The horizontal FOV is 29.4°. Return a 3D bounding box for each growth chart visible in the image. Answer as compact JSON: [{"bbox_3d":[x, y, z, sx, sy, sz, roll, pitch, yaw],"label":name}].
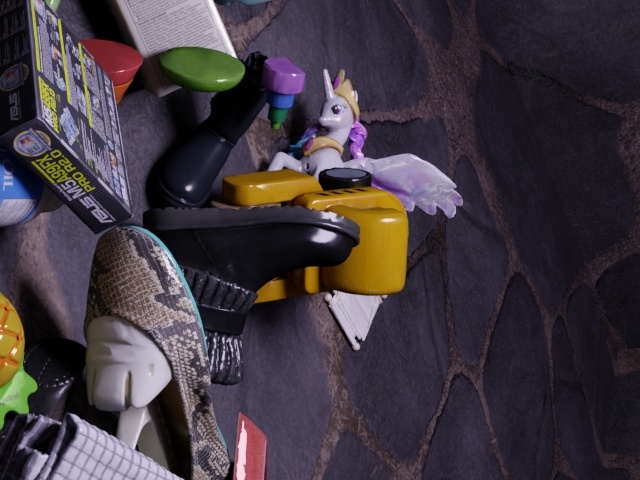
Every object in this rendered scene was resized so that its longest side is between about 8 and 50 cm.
[{"bbox_3d":[0.074,0.107,2.485,0.172,0.021,0.237,65,29,-23],"label":"growth chart"}]

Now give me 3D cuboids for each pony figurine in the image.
[{"bbox_3d":[0.049,-0.098,2.299,0.351,0.303,0.363,47,54,-32],"label":"pony figurine"}]

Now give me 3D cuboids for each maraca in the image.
[{"bbox_3d":[-0.403,0.133,1.456,0.127,0.099,0.185,-27,98,-47],"label":"maraca"}]

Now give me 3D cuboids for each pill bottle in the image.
[{"bbox_3d":[-0.410,-0.078,1.510,0.221,0.124,0.124,-8,86,-64],"label":"pill bottle"}]

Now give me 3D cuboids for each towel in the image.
[{"bbox_3d":[-0.318,0.356,1.444,0.235,0.121,0.283,41,69,-48],"label":"towel"}]

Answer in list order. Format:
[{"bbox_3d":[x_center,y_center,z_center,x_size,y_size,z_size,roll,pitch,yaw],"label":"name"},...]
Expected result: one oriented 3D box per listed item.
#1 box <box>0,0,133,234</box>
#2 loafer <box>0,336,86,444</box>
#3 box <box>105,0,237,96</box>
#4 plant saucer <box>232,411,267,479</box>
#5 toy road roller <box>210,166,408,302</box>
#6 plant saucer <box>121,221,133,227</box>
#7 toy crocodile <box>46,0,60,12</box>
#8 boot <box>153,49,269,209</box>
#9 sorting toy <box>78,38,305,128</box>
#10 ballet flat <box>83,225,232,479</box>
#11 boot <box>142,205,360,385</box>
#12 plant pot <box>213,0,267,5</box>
[{"bbox_3d":[-0.332,-0.172,1.556,0.216,0.060,0.270,52,17,-49],"label":"box"},{"bbox_3d":[-0.363,0.207,1.558,0.220,0.080,0.078,-68,176,-53],"label":"loafer"},{"bbox_3d":[-0.260,-0.393,1.871,0.311,0.148,0.121,69,-12,-19],"label":"box"},{"bbox_3d":[-0.109,0.421,1.834,0.258,0.048,0.259,95,-1,-63],"label":"plant saucer"},{"bbox_3d":[0.000,0.000,2.008,0.330,0.240,0.202,-8,108,-30],"label":"toy road roller"},{"bbox_3d":[-0.255,0.057,1.874,0.192,0.018,0.067,55,34,-36],"label":"plant saucer"},{"bbox_3d":[-0.372,-0.449,1.698,0.115,0.105,0.340,129,-37,-75],"label":"toy crocodile"},{"bbox_3d":[-0.161,-0.181,1.936,0.094,0.207,0.246,33,34,-5],"label":"boot"},{"bbox_3d":[-0.207,-0.213,1.818,0.127,0.366,0.126,-116,-148,-56],"label":"sorting toy"},{"bbox_3d":[-0.227,0.217,1.633,0.182,0.164,0.482,-56,146,-44],"label":"ballet flat"},{"bbox_3d":[-0.109,0.088,1.832,0.131,0.348,0.260,121,-32,-76],"label":"boot"},{"bbox_3d":[-0.131,-0.605,2.081,0.341,0.341,0.334,-69,146,-48],"label":"plant pot"}]
